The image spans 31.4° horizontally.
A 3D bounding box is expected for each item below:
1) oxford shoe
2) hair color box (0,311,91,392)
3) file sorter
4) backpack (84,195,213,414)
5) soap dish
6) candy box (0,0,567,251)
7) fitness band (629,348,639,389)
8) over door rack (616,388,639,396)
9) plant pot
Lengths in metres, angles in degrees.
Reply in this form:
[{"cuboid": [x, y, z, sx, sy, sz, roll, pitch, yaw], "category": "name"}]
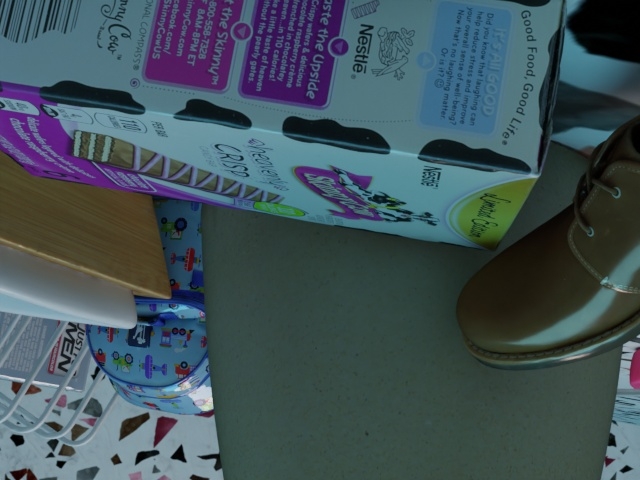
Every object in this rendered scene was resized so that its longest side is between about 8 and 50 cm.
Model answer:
[{"cuboid": [0.127, -0.014, 0.464, 0.076, 0.076, 0.212, 30, 132, -30], "category": "oxford shoe"}, {"cuboid": [-0.508, 0.114, 1.512, 0.374, 0.113, 0.185, 16, 169, -28], "category": "hair color box"}, {"cuboid": [-0.338, 0.102, 1.242, 0.193, 0.173, 0.277, 29, 173, 21], "category": "file sorter"}, {"cuboid": [-0.133, 0.056, 0.963, 0.158, 0.173, 0.117, 7, 170, 22], "category": "backpack"}, {"cuboid": [-0.264, -0.022, 0.803, 0.229, 0.118, 0.291, 7, 170, 21], "category": "soap dish"}, {"cuboid": [-0.028, -0.058, 0.477, 0.233, 0.071, 0.159, 9, 170, 5], "category": "candy box"}, {"cuboid": [0.513, 0.173, 1.355, 0.209, 0.054, 0.291, 19, 166, -41], "category": "fitness band"}, {"cuboid": [0.310, 0.082, 0.764, 0.324, 0.108, 0.239, -9, 176, -15], "category": "over door rack"}, {"cuboid": [0.047, 0.117, 0.626, 0.257, 0.274, 0.256, 3, 154, 2], "category": "plant pot"}]
